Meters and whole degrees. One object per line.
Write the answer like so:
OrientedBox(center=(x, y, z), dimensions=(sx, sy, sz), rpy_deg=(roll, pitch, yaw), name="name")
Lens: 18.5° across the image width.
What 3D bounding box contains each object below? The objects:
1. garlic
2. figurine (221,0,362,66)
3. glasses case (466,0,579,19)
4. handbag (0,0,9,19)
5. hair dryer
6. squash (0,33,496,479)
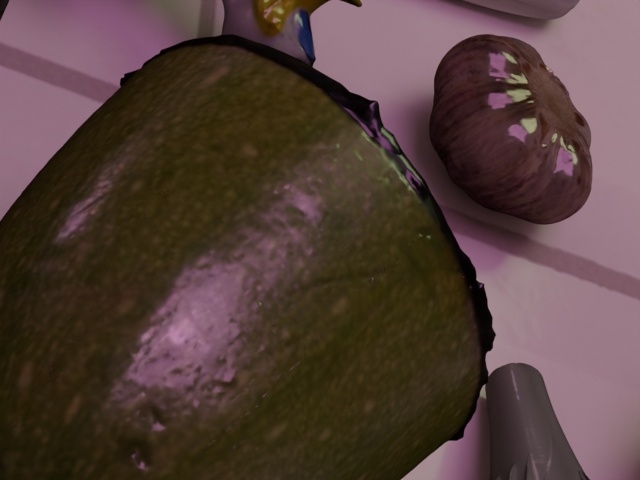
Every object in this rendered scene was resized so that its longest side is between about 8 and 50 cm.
OrientedBox(center=(0.145, -0.084, 1.534), dimensions=(0.159, 0.102, 0.147), rpy_deg=(55, 33, -5), name="garlic")
OrientedBox(center=(-0.090, -0.228, 1.470), dimensions=(0.283, 0.204, 0.338), rpy_deg=(-21, 85, -48), name="figurine")
OrientedBox(center=(0.120, -0.249, 1.655), dimensions=(0.233, 0.059, 0.092), rpy_deg=(13, 55, -26), name="glasses case")
OrientedBox(center=(-0.402, -0.275, 1.195), dimensions=(0.317, 0.180, 0.416), rpy_deg=(-9, 48, -37), name="handbag")
OrientedBox(center=(0.199, 0.198, 1.407), dimensions=(0.267, 0.092, 0.229), rpy_deg=(24, 36, -45), name="hair dryer")
OrientedBox(center=(-0.109, 0.083, 1.139), dimensions=(0.310, 0.310, 0.309), rpy_deg=(49, 55, 4), name="squash")
